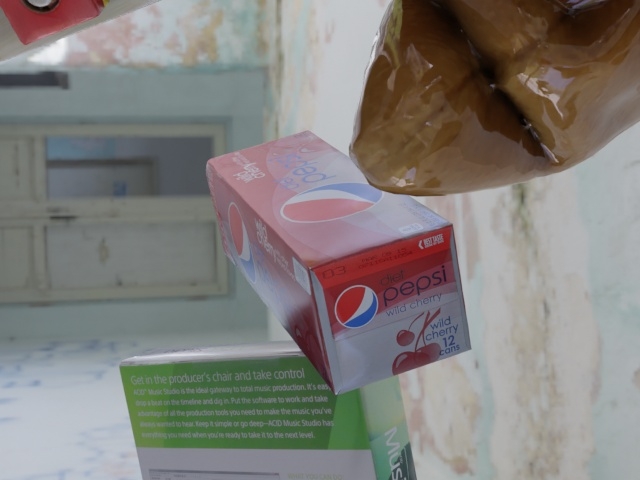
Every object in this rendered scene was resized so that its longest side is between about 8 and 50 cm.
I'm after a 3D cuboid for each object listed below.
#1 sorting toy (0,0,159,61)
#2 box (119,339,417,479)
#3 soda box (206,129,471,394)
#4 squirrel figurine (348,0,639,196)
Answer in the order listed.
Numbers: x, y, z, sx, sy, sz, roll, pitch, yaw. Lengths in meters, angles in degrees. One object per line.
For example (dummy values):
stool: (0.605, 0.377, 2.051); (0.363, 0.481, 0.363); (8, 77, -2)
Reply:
sorting toy: (-0.227, -0.193, 0.481); (0.089, 0.257, 0.255); (-88, 157, -59)
box: (-0.027, 0.236, 0.762); (0.232, 0.058, 0.322); (-7, -83, 34)
soda box: (0.000, 0.000, 0.657); (0.263, 0.092, 0.083); (-137, -147, -63)
squirrel figurine: (0.219, -0.195, 0.393); (0.370, 0.397, 0.281); (-24, -111, 50)
